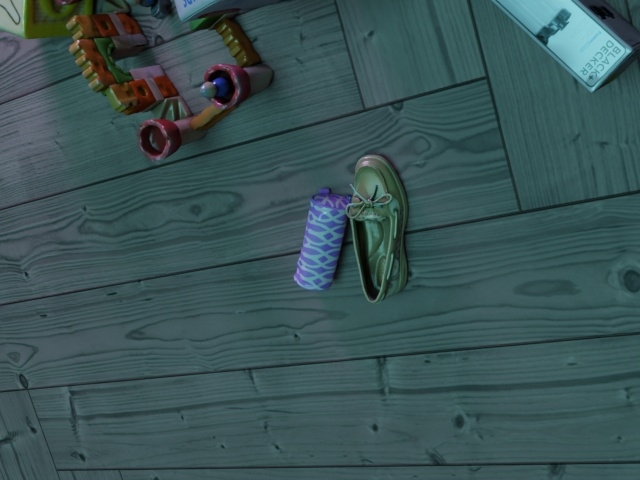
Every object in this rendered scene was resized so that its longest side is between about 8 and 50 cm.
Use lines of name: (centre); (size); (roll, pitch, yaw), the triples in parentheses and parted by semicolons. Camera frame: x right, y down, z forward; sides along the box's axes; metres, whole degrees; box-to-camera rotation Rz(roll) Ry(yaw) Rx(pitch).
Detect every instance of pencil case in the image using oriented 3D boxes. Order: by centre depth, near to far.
pencil case: (0.000, 0.000, 1.711); (0.088, 0.086, 0.206); (45, 128, 51)

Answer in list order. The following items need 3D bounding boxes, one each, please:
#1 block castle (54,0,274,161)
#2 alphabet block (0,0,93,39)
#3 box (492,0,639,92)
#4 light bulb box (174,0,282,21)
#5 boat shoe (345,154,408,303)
block castle: (-0.336, -0.414, 1.685); (0.303, 0.213, 0.453); (-30, 91, 34)
alphabet block: (-0.621, -0.549, 1.809); (0.197, 0.193, 0.192); (23, 118, 25)
box: (0.367, -0.367, 1.324); (0.290, 0.169, 0.087); (45, 122, 8)
light bulb box: (-0.080, -0.577, 1.369); (0.225, 0.358, 0.361); (11, 117, 64)
boat shoe: (0.110, -0.021, 1.634); (0.104, 0.089, 0.285); (-3, 104, 31)
